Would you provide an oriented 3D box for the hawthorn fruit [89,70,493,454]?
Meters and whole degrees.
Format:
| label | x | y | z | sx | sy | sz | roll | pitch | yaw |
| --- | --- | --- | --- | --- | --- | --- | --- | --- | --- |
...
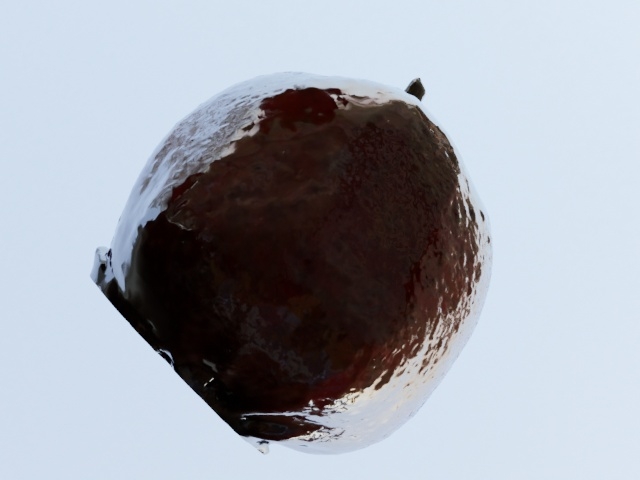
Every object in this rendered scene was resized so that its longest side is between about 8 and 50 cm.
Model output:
| label | x | y | z | sx | sy | sz | roll | pitch | yaw |
| --- | --- | --- | --- | --- | --- | --- | --- | --- | --- |
| hawthorn fruit | 0.000 | 0.000 | 0.716 | 0.215 | 0.215 | 0.250 | 44 | -120 | -16 |
